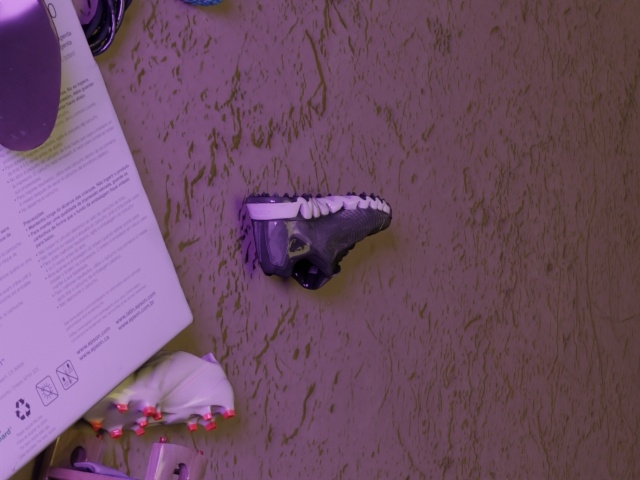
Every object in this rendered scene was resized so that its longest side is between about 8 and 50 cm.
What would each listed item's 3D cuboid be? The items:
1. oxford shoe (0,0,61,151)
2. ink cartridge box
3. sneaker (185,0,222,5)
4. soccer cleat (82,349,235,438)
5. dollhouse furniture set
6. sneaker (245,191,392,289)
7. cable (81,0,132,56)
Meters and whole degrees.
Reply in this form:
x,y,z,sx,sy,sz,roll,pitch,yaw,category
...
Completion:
x,y,z,sx,sy,sz,roll,pitch,yaw,category
-0.245,-0.176,1.175,0.076,0.076,0.212,-133,-147,-76,oxford shoe
-0.261,-0.005,1.227,0.324,0.071,0.330,-40,115,-53,ink cartridge box
-0.134,-0.304,1.483,0.166,0.065,0.076,58,37,-41,sneaker
-0.156,0.137,1.404,0.196,0.068,0.076,8,53,-53,soccer cleat
-0.144,0.246,1.324,0.184,0.129,0.129,31,67,-52,dollhouse furniture set
0.000,0.000,1.662,0.234,0.078,0.106,-3,92,-55,sneaker
-0.228,-0.246,1.331,0.150,0.047,0.184,-44,124,-52,cable
